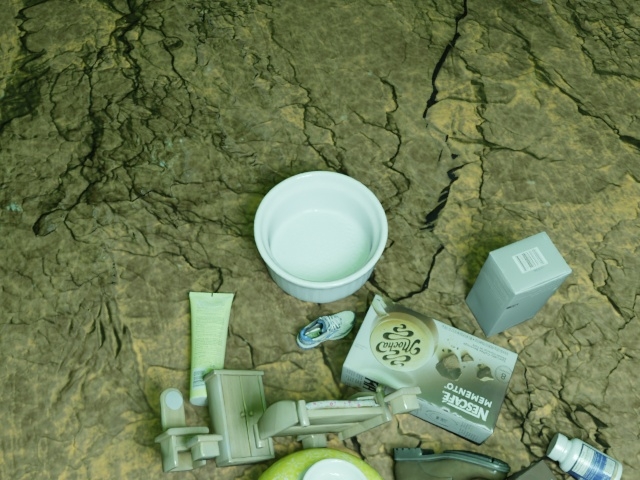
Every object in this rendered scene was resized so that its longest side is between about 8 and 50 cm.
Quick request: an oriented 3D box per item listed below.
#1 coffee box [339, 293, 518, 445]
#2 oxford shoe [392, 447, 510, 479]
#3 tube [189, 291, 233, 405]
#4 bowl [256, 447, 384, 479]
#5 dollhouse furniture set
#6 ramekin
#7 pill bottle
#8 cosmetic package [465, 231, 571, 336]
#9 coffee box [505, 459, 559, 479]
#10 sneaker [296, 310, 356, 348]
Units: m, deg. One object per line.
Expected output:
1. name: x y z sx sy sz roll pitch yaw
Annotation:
1. coffee box: 0.208 0.252 1.210 0.297 0.119 0.168 23 63 12
2. oxford shoe: 0.232 0.420 1.100 0.227 0.083 0.096 -17 60 41
3. tube: -0.227 0.214 1.266 0.062 0.070 0.240 -26 52 32
4. bowl: 0.013 0.451 1.023 0.290 0.156 0.289 8 39 -6
5. dollhouse furniture set: -0.069 0.258 1.064 0.303 0.355 0.173 11 55 -40
6. ramekin: 0.000 0.000 1.336 0.277 0.135 0.277 0 62 -1
7. pill bottle: 0.489 0.412 1.155 0.120 0.067 0.067 28 65 14
8. cosmetic package: 0.385 0.093 1.234 0.127 0.238 0.107 -21 61 -9
9. coffee box: 0.336 0.467 1.022 0.098 0.246 0.141 -29 65 -16
10. sneaker: 0.015 0.181 1.282 0.135 0.058 0.052 -26 65 -14
